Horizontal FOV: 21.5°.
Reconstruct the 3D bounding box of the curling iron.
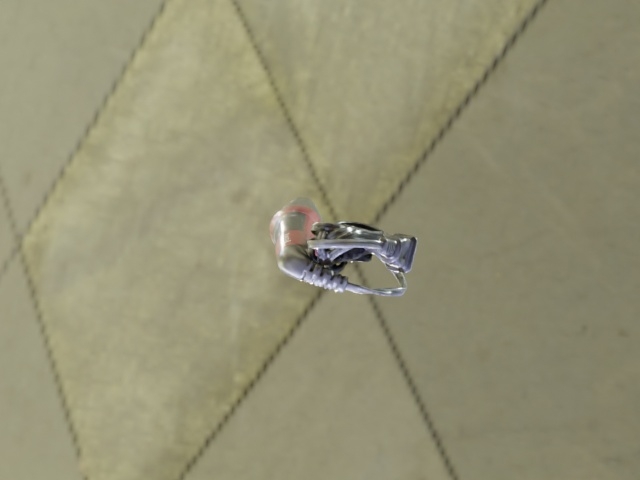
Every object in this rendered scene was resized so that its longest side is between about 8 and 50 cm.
[{"bbox_3d":[0.000,0.000,0.935,0.274,0.068,0.035,-145,66,-82],"label":"curling iron"}]
